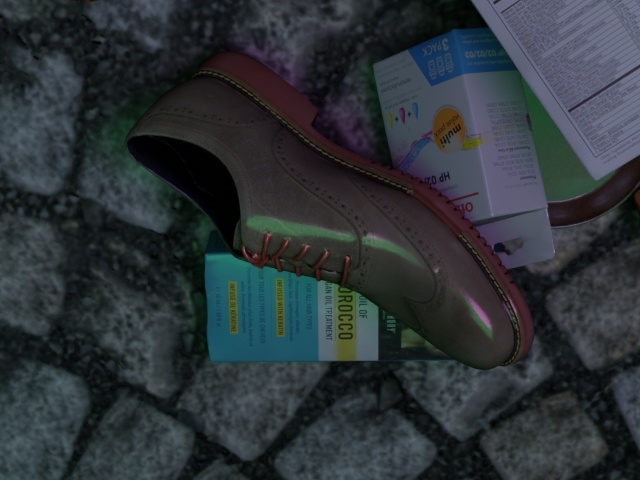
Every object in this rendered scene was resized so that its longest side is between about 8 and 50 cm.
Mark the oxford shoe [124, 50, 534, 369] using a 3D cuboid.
[{"bbox_3d":[0.000,0.000,1.117,0.348,0.130,0.123,36,142,20],"label":"oxford shoe"}]

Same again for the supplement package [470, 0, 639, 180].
[{"bbox_3d":[0.211,-0.222,1.030,0.198,0.199,0.263,-33,96,24],"label":"supplement package"}]

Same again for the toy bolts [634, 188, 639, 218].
[{"bbox_3d":[0.351,-0.069,1.107,0.218,0.228,0.159,-1,110,7],"label":"toy bolts"}]

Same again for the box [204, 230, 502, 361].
[{"bbox_3d":[0.028,0.047,1.236,0.244,0.060,0.101,-1,109,1],"label":"box"}]

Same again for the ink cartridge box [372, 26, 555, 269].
[{"bbox_3d":[0.110,-0.063,1.138,0.061,0.104,0.181,-9,85,-36],"label":"ink cartridge box"}]

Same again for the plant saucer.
[{"bbox_3d":[0.191,-0.093,1.202,0.168,0.029,0.169,0,110,1],"label":"plant saucer"}]
